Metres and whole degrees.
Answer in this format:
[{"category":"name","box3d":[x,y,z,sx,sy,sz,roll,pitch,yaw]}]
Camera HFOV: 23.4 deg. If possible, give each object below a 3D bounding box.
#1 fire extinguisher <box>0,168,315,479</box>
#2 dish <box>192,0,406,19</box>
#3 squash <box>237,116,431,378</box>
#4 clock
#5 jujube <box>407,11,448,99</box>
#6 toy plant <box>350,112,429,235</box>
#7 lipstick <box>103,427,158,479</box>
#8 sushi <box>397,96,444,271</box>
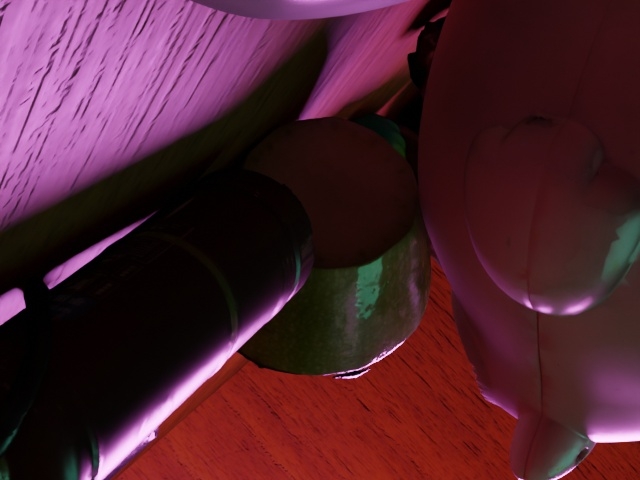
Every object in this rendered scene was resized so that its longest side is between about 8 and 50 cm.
[{"category":"fire extinguisher","box3d":[-0.126,0.067,0.841,0.141,0.105,0.341,-48,177,35]},{"category":"dish","box3d":[0.081,-0.157,0.394,0.324,0.124,0.324,-42,176,-4]},{"category":"squash","box3d":[0.000,0.000,1.054,0.170,0.170,0.123,-41,163,-25]},{"category":"clock","box3d":[0.231,-0.037,1.046,0.368,0.251,0.376,-39,139,-48]},{"category":"jujube","box3d":[0.135,-0.150,1.187,0.166,0.104,0.104,-36,173,-29]},{"category":"toy plant","box3d":[0.050,-0.041,1.319,0.200,0.105,0.142,-56,148,-73]},{"category":"lipstick","box3d":[-0.142,0.118,1.421,0.418,0.077,0.077,-45,175,13]},{"category":"sushi","box3d":[0.231,-0.076,1.542,0.294,0.299,0.281,-46,148,10]}]
